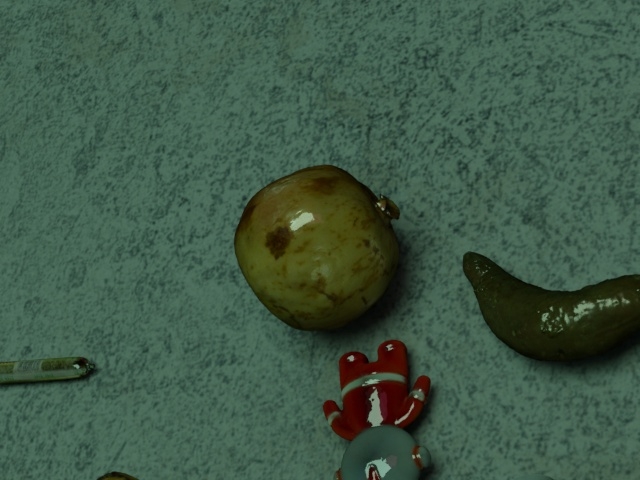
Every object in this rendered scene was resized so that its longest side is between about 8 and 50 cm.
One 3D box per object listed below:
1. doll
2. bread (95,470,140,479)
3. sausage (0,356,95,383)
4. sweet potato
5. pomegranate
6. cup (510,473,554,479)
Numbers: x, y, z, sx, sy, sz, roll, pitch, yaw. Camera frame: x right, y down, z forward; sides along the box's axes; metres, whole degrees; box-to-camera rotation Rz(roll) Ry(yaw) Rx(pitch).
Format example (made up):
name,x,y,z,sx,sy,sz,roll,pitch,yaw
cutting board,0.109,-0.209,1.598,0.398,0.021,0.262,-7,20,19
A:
name,x,y,z,sx,sy,sz,roll,pitch,yaw
doll,0.072,0.234,1.856,0.142,0.076,0.245,-20,52,19
bread,-0.255,0.395,1.925,0.199,0.104,0.199,-11,63,23
sausage,-0.434,0.187,2.184,0.269,0.033,0.033,-6,61,26
sweet potato,0.289,0.087,1.807,0.310,0.098,0.124,7,46,33
pomegranate,0.000,0.000,1.939,0.215,0.215,0.215,-13,58,22
cup,0.231,0.333,1.721,0.104,0.074,0.116,-41,41,39
